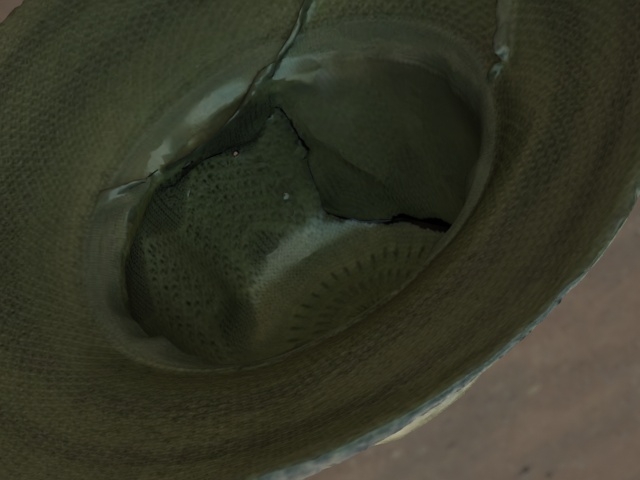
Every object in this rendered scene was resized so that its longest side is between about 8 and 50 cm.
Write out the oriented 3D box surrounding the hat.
[{"bbox_3d":[0.000,0.000,0.511,0.252,0.252,0.110,-34,131,1],"label":"hat"}]
